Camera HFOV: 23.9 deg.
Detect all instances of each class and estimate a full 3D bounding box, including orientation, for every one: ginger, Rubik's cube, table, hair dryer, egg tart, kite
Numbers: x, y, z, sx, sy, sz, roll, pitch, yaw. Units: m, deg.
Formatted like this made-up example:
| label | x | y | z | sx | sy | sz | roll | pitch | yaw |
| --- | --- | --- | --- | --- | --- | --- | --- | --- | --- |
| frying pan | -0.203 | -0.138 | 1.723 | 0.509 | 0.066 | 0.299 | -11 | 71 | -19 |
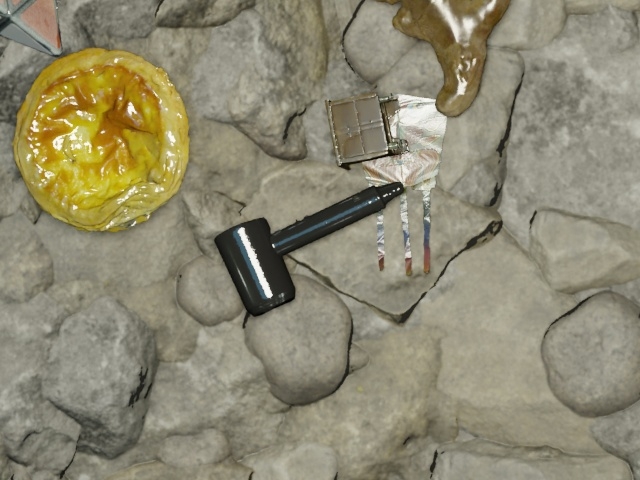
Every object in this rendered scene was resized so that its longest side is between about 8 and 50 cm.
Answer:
| label | x | y | z | sx | sy | sz | roll | pitch | yaw |
| --- | --- | --- | --- | --- | --- | --- | --- | --- | --- |
| ginger | 0.131 | -0.327 | 1.853 | 0.166 | 0.080 | 0.333 | -33 | 83 | 20 |
| Rubik's cube | -0.457 | -0.379 | 1.920 | 0.233 | 0.229 | 0.228 | -8 | 135 | -24 |
| table | 0.059 | -0.138 | 1.869 | 0.082 | 0.070 | 0.083 | -12 | 86 | 11 |
| hair dryer | -0.001 | -0.002 | 1.897 | 0.248 | 0.070 | 0.114 | -24 | 87 | 6 |
| egg tart | -0.272 | -0.125 | 1.917 | 0.241 | 0.106 | 0.241 | 0 | 90 | 12 |
| kite | 0.097 | -0.070 | 1.904 | 0.127 | 0.016 | 0.229 | 0 | 89 | 13 |
